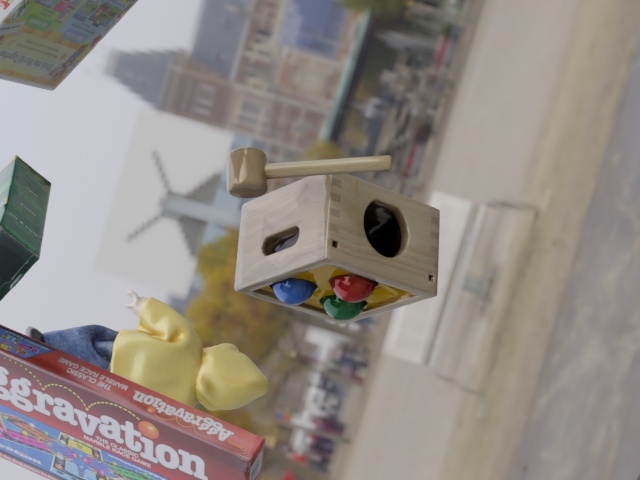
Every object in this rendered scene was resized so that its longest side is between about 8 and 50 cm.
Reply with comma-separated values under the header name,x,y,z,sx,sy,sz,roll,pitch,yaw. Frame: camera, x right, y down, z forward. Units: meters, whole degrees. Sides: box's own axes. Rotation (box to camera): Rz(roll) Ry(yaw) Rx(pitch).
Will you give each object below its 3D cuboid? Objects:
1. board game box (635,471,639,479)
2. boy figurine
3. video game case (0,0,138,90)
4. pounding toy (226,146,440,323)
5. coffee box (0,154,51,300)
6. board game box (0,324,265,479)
name,x,y,z,sx,sy,sz,roll,pitch,yaw
board game box,0.374,0.358,1.788,0.026,0.126,0.186,-13,26,42
boy figurine,-0.203,0.146,1.834,0.092,0.285,0.177,-177,88,-76
video game case,-0.180,-0.204,1.224,0.206,0.026,0.227,-46,-4,6
pounding toy,0.001,-0.004,1.322,0.181,0.206,0.094,-20,59,47
coffee box,-0.251,0.010,1.160,0.113,0.040,0.184,-47,18,10
board game box,-0.177,0.150,1.223,0.145,0.281,0.027,97,-160,-45
